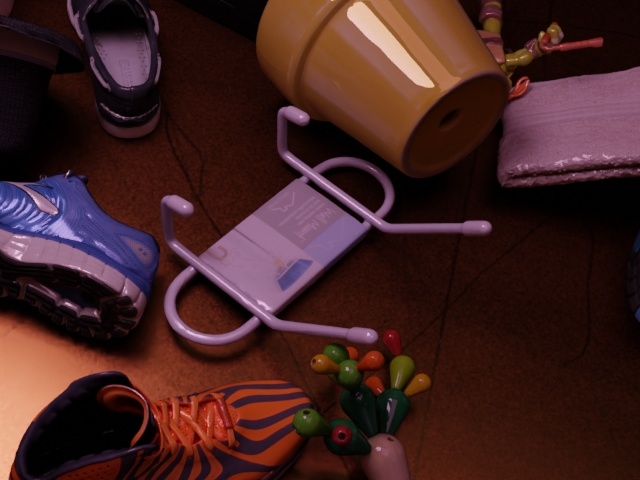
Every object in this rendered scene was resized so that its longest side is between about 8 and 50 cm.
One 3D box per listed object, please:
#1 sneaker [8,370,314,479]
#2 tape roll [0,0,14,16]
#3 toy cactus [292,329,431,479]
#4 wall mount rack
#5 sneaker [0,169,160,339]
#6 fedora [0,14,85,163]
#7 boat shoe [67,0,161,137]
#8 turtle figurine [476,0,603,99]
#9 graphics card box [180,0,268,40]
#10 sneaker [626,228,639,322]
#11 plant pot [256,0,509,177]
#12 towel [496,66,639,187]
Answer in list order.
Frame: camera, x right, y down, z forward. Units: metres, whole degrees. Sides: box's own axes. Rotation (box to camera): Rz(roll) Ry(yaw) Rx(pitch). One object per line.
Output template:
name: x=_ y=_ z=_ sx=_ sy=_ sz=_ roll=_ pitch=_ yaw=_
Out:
sneaker: x=-0.142 y=0.192 z=1.122 sx=0.321 sy=0.180 sz=0.124 roll=-18 pitch=62 yaw=-22
tape roll: x=-0.510 y=-0.369 z=1.433 sx=0.246 sy=0.169 sz=0.246 roll=5 pitch=57 yaw=-8
toy cactus: x=0.059 y=0.186 z=1.203 sx=0.219 sy=0.112 sz=0.180 roll=-21 pitch=88 yaw=-65
wall mount rack: x=0.000 y=0.000 z=1.291 sx=0.304 sy=0.130 sz=0.350 roll=35 pitch=56 yaw=21
sneaker: x=-0.330 y=-0.011 z=1.275 sx=0.330 sy=0.129 sz=0.147 roll=24 pitch=42 yaw=1
fedora: x=-0.437 y=-0.166 z=1.292 sx=0.334 sy=0.334 sz=0.152 roll=4 pitch=87 yaw=-8
boat shoe: x=-0.256 y=-0.274 z=1.463 sx=0.114 sy=0.091 sz=0.302 roll=-12 pitch=60 yaw=-18
turtle figurine: x=0.229 y=-0.258 z=1.536 sx=0.270 sy=0.087 sz=0.217 roll=-21 pitch=51 yaw=15
graphics card box: x=-0.026 y=-0.431 z=1.611 sx=0.233 sy=0.094 sz=0.371 roll=30 pitch=58 yaw=9
sneaker: x=0.472 y=-0.026 z=1.417 sx=0.140 sy=0.125 sz=0.340 roll=23 pitch=57 yaw=3
plant pot: x=0.090 y=-0.213 z=1.379 sx=0.254 sy=0.254 sz=0.239 roll=-26 pitch=59 yaw=-25
towel: x=0.362 y=-0.144 z=1.440 sx=0.282 sy=0.049 sz=0.187 roll=-5 pitch=39 yaw=16
